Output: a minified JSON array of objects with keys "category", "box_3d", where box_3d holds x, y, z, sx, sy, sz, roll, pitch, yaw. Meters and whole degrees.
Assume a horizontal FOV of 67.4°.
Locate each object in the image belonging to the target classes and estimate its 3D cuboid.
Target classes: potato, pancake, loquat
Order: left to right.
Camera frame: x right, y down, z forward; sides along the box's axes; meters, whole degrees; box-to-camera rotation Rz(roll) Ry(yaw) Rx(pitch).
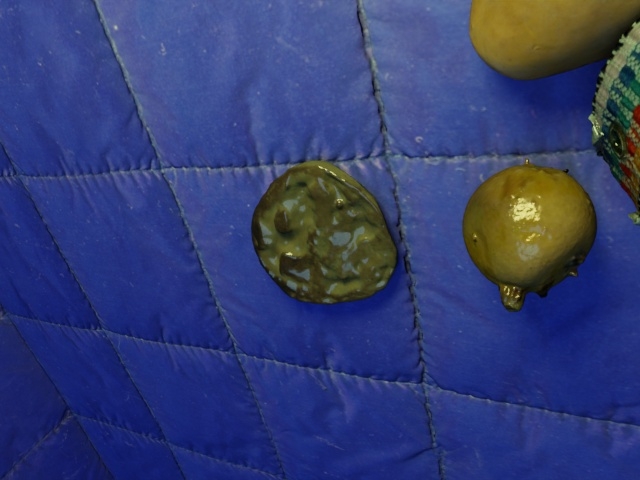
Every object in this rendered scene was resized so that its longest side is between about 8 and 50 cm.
[{"category":"pancake","box_3d":[0.000,0.000,0.866,0.295,0.049,0.294,12,122,20]},{"category":"loquat","box_3d":[0.268,-0.006,0.630,0.150,0.204,0.172,15,166,-17]},{"category":"potato","box_3d":[0.264,-0.263,0.494,0.234,0.146,0.150,-21,77,38]}]

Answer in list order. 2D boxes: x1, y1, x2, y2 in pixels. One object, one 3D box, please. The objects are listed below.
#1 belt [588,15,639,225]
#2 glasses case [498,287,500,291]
[{"category":"belt","box_3d":[0.386,-0.118,0.462,0.207,0.149,0.257,-22,137,17]},{"category":"glasses case","box_3d":[0.316,0.068,0.750,0.033,0.023,0.083,41,131,-3]}]
